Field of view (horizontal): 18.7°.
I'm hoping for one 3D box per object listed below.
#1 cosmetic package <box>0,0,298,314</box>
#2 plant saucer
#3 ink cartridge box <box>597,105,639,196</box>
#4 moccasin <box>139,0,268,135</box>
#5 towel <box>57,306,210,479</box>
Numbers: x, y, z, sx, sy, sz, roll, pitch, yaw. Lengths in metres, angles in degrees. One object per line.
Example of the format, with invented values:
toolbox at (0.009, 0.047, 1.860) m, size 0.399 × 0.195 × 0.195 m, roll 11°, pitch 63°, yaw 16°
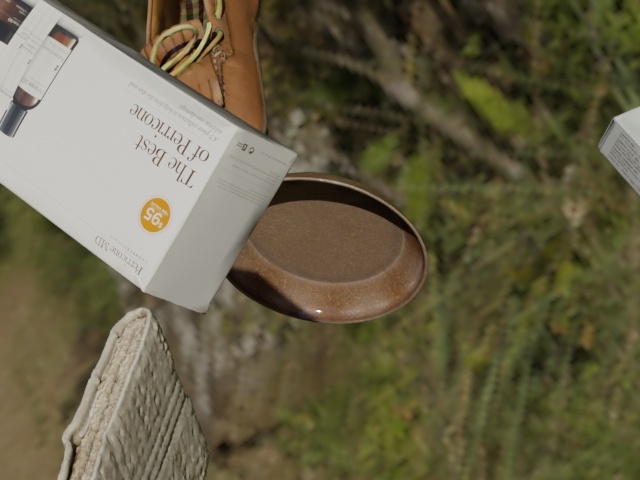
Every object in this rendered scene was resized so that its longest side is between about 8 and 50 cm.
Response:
cosmetic package at (-0.130, -0.062, 1.040) m, size 0.239 × 0.060 × 0.099 m, roll 33°, pitch 97°, yaw 35°
plant saucer at (0.000, 0.000, 1.743) m, size 0.199 × 0.198 × 0.036 m, roll -25°, pitch 38°, yaw 36°
ink cartridge box at (0.468, -0.055, 2.060) m, size 0.239 × 0.275 × 0.060 m, roll -25°, pitch -25°, yaw -31°
moccasin at (-0.131, -0.166, 1.937) m, size 0.139 × 0.147 × 0.380 m, roll -30°, pitch 42°, yaw 38°
towel at (-0.167, 0.214, 1.733) m, size 0.049 × 0.187 × 0.282 m, roll -8°, pitch 32°, yaw 17°
